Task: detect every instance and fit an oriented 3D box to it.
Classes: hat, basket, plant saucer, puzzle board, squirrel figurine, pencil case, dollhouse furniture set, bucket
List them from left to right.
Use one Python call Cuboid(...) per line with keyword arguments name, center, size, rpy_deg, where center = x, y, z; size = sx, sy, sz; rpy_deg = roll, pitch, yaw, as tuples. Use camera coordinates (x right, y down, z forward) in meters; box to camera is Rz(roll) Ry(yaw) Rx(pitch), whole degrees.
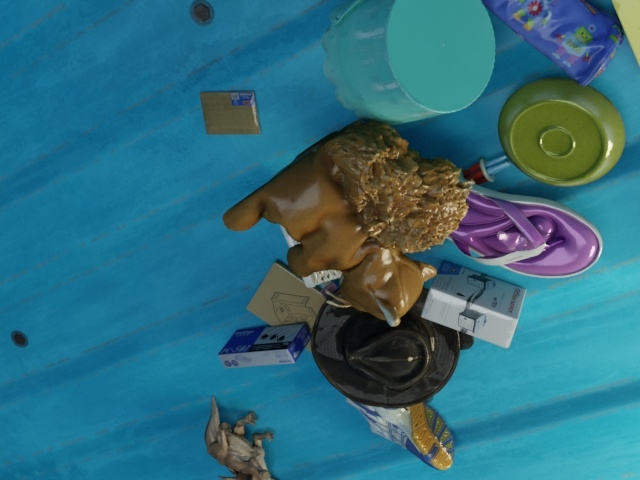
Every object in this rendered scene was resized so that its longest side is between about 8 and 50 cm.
Cuboid(name="puzzle board", center=(-0.195, -0.276, 2.047), size=(0.128, 0.011, 0.096), rpy_deg=(2, 115, 19))
Cuboid(name="basket", center=(0.000, 0.000, 2.057), size=(0.103, 0.113, 0.167), rpy_deg=(-15, 110, 25))
Cuboid(name="dollhouse furniture set", center=(0.051, 0.083, 2.139), size=(0.114, 0.081, 0.091), rpy_deg=(-32, 137, 4))
Cuboid(name="squirrel figurine", center=(0.093, -0.023, 1.796), size=(0.397, 0.281, 0.370), rpy_deg=(-29, 100, 42))
Cuboid(name="hat", center=(0.139, 0.245, 2.053), size=(0.332, 0.134, 0.331), rpy_deg=(1, 105, 5))
Cuboid(name="bucket", center=(0.164, -0.342, 1.694), size=(0.183, 0.281, 0.281), rpy_deg=(4, 124, 58))
Cuboid(name="pencil case", center=(0.401, -0.415, 1.683), size=(0.306, 0.119, 0.133), rpy_deg=(40, 119, -2))
Cuboid(name="plant saucer", center=(0.452, -0.194, 1.798), size=(0.241, 0.037, 0.240), rpy_deg=(14, 132, 17))

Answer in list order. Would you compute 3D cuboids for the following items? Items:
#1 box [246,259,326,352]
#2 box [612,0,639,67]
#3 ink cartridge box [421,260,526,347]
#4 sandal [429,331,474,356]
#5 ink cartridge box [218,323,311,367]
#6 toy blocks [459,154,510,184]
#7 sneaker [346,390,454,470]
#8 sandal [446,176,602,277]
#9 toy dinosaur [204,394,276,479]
Cuboid(name="box", center=(-0.057, 0.159, 2.215), size=(0.201, 0.021, 0.164), rpy_deg=(34, 123, 1))
Cuboid(name="box", center=(0.576, -0.360, 1.665), size=(0.058, 0.087, 0.232), rpy_deg=(-20, 107, 28))
Cuboid(name="ink cartridge box", center=(0.323, 0.132, 1.985), size=(0.191, 0.139, 0.082), rpy_deg=(18, 119, 11))
Cuboid(name="sandal", center=(0.254, 0.232, 2.122), size=(0.179, 0.040, 0.067), rpy_deg=(-11, 112, 25))
Cuboid(name="ink cartridge box", center=(-0.132, 0.249, 2.227), size=(0.207, 0.097, 0.046), rpy_deg=(-9, 119, 34))
Cuboid(name="toy blocks", center=(0.330, -0.101, 1.913), size=(0.148, 0.054, 0.123), rpy_deg=(-26, 104, 29))
Cuboid(name="sneaker", center=(0.189, 0.428, 2.228), size=(0.296, 0.112, 0.131), rpy_deg=(48, 137, -2))
Cuboid(name="sandal", center=(0.340, -0.017, 1.860), size=(0.416, 0.102, 0.169), rpy_deg=(19, 121, 9))
Cuboid(name="toy dinosaur", center=(-0.222, 0.550, 2.429), size=(0.295, 0.127, 0.200), rpy_deg=(45, 129, 1))
